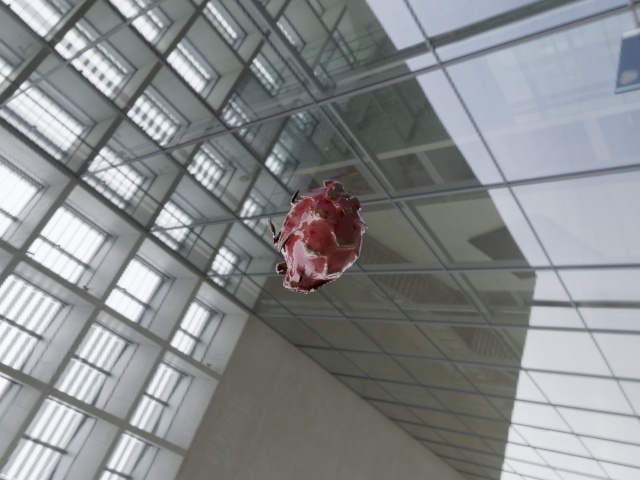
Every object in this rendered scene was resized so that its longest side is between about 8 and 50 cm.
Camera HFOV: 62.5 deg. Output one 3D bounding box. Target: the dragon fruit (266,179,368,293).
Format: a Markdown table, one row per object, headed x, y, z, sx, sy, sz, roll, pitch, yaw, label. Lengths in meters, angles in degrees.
| x | y | z | sx | sy | sz | roll | pitch | yaw | label |
| --- | --- | --- | --- | --- | --- | --- | --- | --- | --- |
| 0.000 | 0.000 | 0.758 | 0.133 | 0.136 | 0.166 | 35 | -107 | -54 | dragon fruit |
